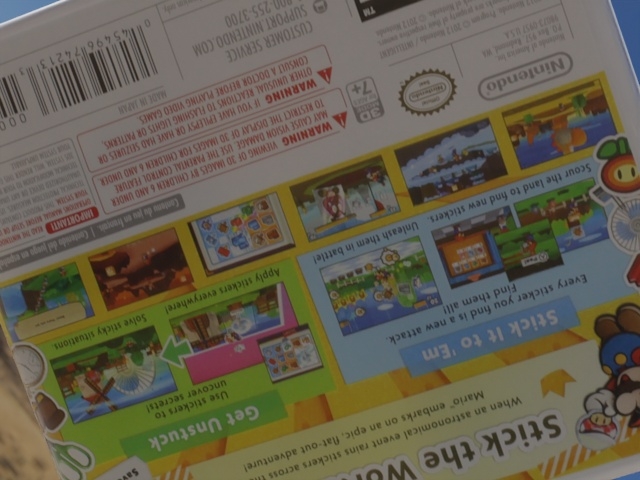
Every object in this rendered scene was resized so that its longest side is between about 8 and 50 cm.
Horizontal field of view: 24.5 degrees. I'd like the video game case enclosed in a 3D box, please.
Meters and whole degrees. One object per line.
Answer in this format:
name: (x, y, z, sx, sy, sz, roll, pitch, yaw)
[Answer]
video game case: (0.000, 0.000, 0.486, 0.026, 0.227, 0.206, -42, 113, -78)
